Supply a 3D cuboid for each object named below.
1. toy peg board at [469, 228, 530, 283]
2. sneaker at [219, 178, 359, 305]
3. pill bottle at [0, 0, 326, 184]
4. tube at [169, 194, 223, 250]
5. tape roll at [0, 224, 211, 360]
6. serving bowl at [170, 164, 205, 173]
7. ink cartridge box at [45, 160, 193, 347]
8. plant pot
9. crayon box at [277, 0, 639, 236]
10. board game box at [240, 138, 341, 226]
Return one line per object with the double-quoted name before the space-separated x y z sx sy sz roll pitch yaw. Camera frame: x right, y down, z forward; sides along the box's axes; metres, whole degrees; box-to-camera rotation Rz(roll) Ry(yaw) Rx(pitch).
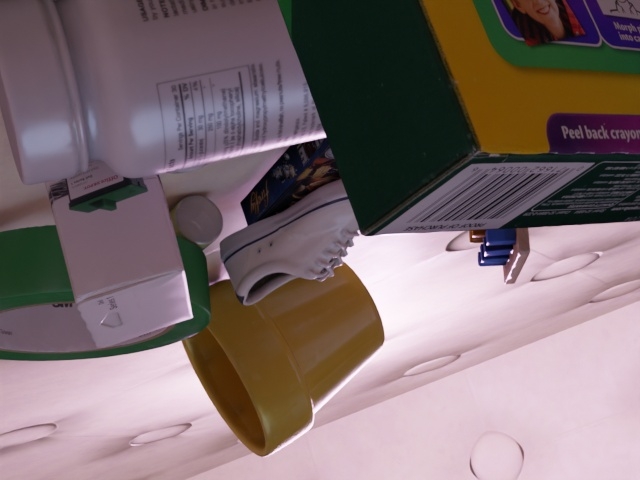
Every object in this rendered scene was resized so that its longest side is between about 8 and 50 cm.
"toy peg board" 0.219 -0.038 1.637 0.079 0.161 0.161 -2 164 1
"sneaker" 0.000 0.000 1.457 0.258 0.091 0.094 -27 162 29
"pill bottle" -0.098 -0.137 0.936 0.283 0.160 0.160 -13 163 -15
"tube" -0.196 0.014 1.525 0.240 0.070 0.062 -36 -160 55
"tape roll" -0.289 0.067 1.440 0.321 0.077 0.321 -5 163 -1
"serving bowl" -0.137 -0.090 1.286 0.083 0.027 0.083 -16 164 -5
"ink cartridge box" -0.181 -0.038 1.063 0.092 0.219 0.160 -16 164 -8
"plant pot" -0.048 0.146 1.820 0.239 0.254 0.254 -30 168 -21
"crayon box" 0.132 -0.169 0.801 0.363 0.313 0.106 -3 156 -42
"board game box" 0.028 -0.086 1.450 0.165 0.042 0.243 -9 162 -29
